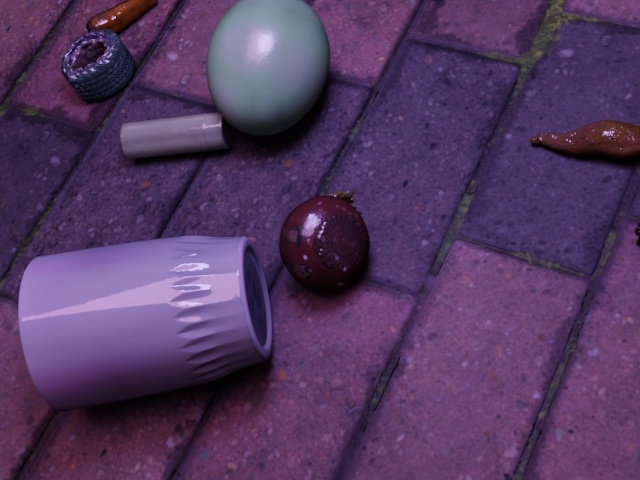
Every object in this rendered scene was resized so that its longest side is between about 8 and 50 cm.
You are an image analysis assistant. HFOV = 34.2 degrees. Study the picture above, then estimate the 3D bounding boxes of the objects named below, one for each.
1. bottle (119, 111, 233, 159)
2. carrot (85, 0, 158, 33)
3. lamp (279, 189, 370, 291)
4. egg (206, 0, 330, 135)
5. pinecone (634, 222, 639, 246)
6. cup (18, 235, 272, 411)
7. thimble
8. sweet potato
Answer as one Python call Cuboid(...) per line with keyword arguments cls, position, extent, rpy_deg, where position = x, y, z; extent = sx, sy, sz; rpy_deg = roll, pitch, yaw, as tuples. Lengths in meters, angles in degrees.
Cuboid(cls="bottle", position=(-0.269, -0.196, 1.943), extent=(0.201, 0.072, 0.072), rpy_deg=(-5, 59, 13))
Cuboid(cls="carrot", position=(-0.410, -0.469, 2.158), extent=(0.161, 0.055, 0.055), rpy_deg=(-33, 57, -13))
Cuboid(cls="lamp", position=(0.002, 0.005, 1.717), extent=(0.157, 0.156, 0.135), rpy_deg=(-18, 8, -32))
Cuboid(cls="egg", position=(-0.096, -0.319, 1.878), extent=(0.220, 0.220, 0.270), rpy_deg=(12, 74, 22))
Cuboid(cls="pinecone", position=(0.531, -0.016, 1.613), extent=(0.077, 0.077, 0.083), rpy_deg=(15, 40, 23))
Cuboid(cls="cup", position=(-0.278, 0.122, 1.654), extent=(0.371, 0.253, 0.253), rpy_deg=(-10, 58, 8))
Cuboid(cls="thimble", position=(-0.445, -0.351, 2.074), extent=(0.135, 0.090, 0.118), rpy_deg=(-32, 55, -1))
Cuboid(cls="sweet potato", position=(0.459, -0.170, 1.726), extent=(0.226, 0.068, 0.068), rpy_deg=(5, 62, 19))
